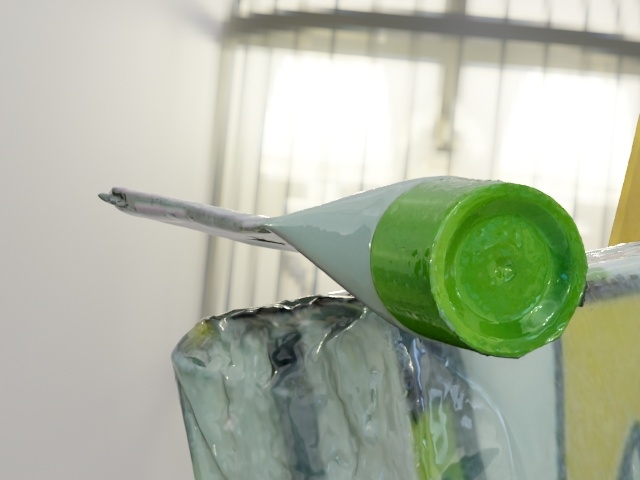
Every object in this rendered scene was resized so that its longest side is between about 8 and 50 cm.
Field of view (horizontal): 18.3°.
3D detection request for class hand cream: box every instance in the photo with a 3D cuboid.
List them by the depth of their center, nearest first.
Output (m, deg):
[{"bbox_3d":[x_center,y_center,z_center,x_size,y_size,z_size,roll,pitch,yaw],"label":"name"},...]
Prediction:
[{"bbox_3d":[0.000,-0.001,0.666,0.079,0.050,0.275,41,-12,-19],"label":"hand cream"}]

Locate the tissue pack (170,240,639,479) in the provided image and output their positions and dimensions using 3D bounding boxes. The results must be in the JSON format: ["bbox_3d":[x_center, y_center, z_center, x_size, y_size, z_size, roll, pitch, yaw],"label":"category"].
[{"bbox_3d":[0.103,0.116,0.763,0.128,0.228,0.311,-11,-1,42],"label":"tissue pack"}]

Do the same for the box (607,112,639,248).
[{"bbox_3d":[0.271,-0.006,1.069,0.043,0.152,0.269,27,-20,-38],"label":"box"}]
